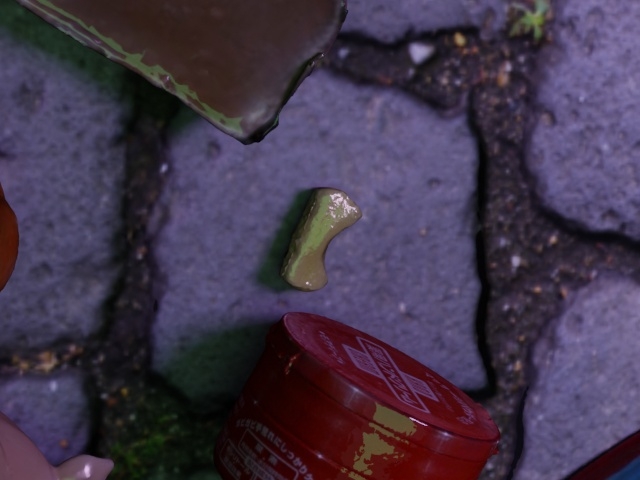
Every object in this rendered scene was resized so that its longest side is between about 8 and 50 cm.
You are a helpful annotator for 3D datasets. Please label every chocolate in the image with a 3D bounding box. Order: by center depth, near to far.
[{"bbox_3d":[-0.107,-0.199,1.186,0.261,0.083,0.161,35,114,-18],"label":"chocolate"}]

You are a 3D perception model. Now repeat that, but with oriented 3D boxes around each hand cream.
[{"bbox_3d":[0.026,0.150,1.258,0.193,0.193,0.125,26,101,-17],"label":"hand cream"}]

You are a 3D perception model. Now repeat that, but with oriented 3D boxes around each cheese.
[{"bbox_3d":[0.000,0.000,1.292,0.044,0.030,0.083,21,95,-10],"label":"cheese"}]

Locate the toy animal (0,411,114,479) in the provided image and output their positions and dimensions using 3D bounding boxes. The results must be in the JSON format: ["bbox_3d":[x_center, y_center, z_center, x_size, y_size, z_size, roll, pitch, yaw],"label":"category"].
[{"bbox_3d":[-0.292,0.159,1.215,0.250,0.154,0.166,40,87,-22],"label":"toy animal"}]

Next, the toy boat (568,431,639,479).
[{"bbox_3d":[0.187,0.304,1.401,0.136,0.079,0.392,38,98,-20],"label":"toy boat"}]

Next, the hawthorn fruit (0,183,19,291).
[{"bbox_3d":[-0.332,-0.019,1.135,0.243,0.207,0.207,-22,109,-2],"label":"hawthorn fruit"}]
